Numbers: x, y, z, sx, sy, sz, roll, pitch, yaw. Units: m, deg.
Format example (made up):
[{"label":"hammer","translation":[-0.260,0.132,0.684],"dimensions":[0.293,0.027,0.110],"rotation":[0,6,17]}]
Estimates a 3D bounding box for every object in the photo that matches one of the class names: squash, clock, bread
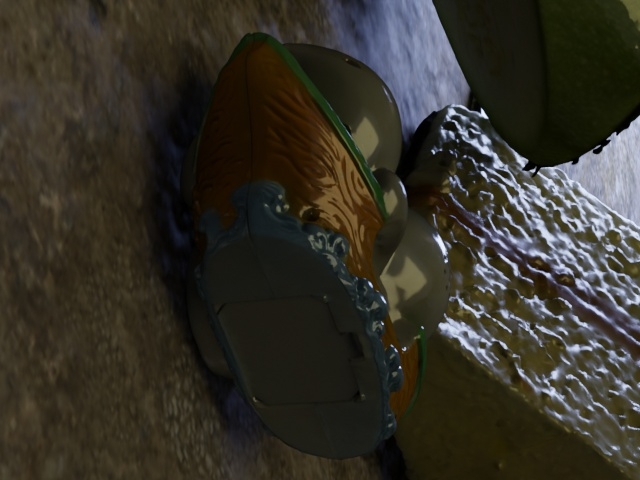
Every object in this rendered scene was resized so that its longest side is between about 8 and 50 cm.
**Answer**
[{"label":"squash","translation":[0.091,-0.186,1.203],"dimensions":[0.260,0.189,0.189],"rotation":[36,40,-17]},{"label":"clock","translation":[0.000,0.000,0.948],"dimensions":[0.144,0.103,0.231],"rotation":[-75,154,-48]},{"label":"bread","translation":[0.097,0.071,1.250],"dimensions":[0.236,0.198,0.263],"rotation":[42,32,-13]}]

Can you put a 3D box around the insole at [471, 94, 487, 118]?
[{"label":"insole","translation":[0.149,0.046,1.497],"dimensions":[0.119,0.009,0.348],"rotation":[-56,137,-63]}]
